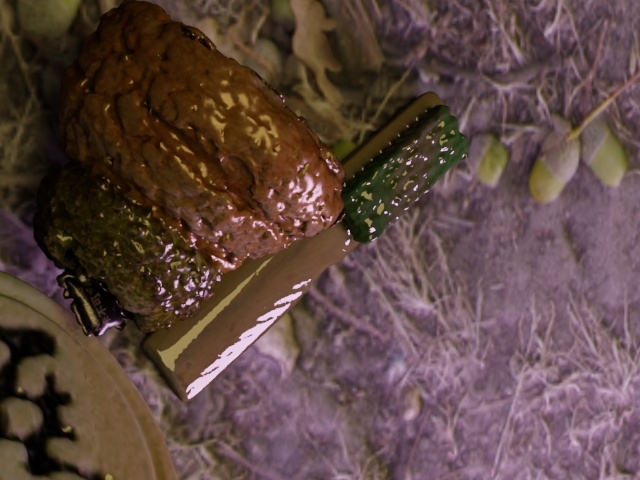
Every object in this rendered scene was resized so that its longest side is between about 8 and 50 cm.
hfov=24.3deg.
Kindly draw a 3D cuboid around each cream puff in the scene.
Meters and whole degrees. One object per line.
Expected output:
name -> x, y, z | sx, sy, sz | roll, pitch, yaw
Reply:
cream puff -> -0.096, -0.025, 0.862 | 0.183, 0.183, 0.169 | 42, 85, -27

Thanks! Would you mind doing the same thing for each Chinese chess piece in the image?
Chinese chess piece -> -0.180, 0.129, 0.776 | 0.250, 0.101, 0.250 | 42, 26, -27

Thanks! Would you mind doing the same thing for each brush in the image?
brush -> 0.000, 0.000, 0.998 | 0.282, 0.048, 0.054 | -42, 113, -22
